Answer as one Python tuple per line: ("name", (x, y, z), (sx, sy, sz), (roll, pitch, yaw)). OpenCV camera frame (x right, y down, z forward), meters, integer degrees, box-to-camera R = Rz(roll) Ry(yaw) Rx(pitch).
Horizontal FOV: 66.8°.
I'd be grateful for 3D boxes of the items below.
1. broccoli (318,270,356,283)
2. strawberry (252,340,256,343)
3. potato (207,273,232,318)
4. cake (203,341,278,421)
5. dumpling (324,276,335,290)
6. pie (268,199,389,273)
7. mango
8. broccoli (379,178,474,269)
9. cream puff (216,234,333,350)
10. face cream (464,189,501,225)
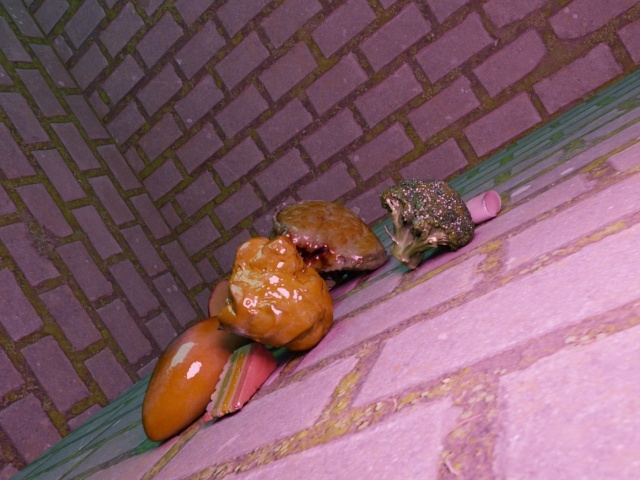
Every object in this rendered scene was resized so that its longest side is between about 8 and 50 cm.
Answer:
("broccoli", (-0.015, 0.118, 1.982), (0.252, 0.221, 0.361), (-25, -16, -49))
("strawberry", (-0.292, 0.359, 1.745), (0.208, 0.087, 0.167), (-29, 2, 38))
("potato", (-0.272, 0.230, 1.711), (0.112, 0.269, 0.255), (2, 10, 25))
("cake", (-0.192, 0.319, 1.123), (0.109, 0.090, 0.225), (-28, 4, 22))
("dumpling", (-0.075, 0.231, 1.463), (0.332, 0.086, 0.166), (-32, 19, -11))
("pie", (0.022, -0.005, 1.751), (0.418, 0.180, 0.395), (3, 32, -6))
("mango", (-0.322, 0.339, 1.259), (0.221, 0.199, 0.384), (-23, 20, 43))
("broccoli", (0.268, -0.045, 1.269), (0.242, 0.261, 0.269), (-56, 39, 16))
("cream puff", (-0.090, 0.128, 1.208), (0.323, 0.274, 0.270), (57, -130, -85))
("face cream", (0.392, -0.057, 1.411), (0.269, 0.073, 0.107), (-29, 14, 47))
